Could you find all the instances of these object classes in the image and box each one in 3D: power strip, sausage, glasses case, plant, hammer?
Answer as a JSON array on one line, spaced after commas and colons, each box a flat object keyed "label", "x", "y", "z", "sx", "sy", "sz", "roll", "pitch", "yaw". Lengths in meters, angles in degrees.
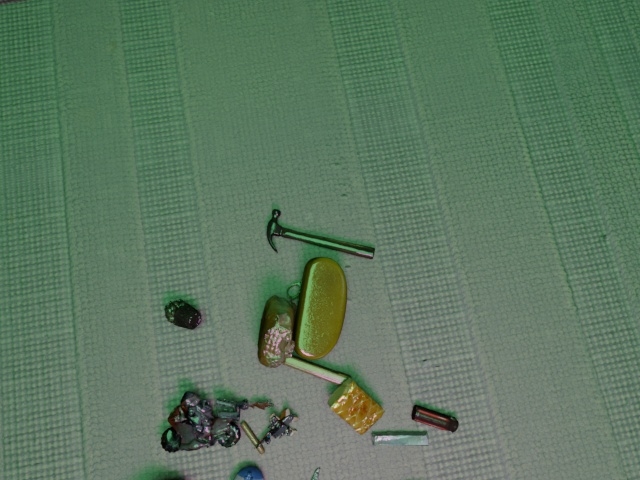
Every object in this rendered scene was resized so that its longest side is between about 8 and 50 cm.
[{"label": "power strip", "x": -0.008, "y": 0.483, "z": 1.531, "sx": 0.305, "sy": 0.064, "sz": 0.044, "roll": 20, "pitch": 83, "yaw": 3}, {"label": "sausage", "x": -0.247, "y": 0.723, "z": 1.504, "sx": 0.024, "sy": 0.024, "sz": 0.132, "roll": -38, "pitch": 81, "yaw": -7}, {"label": "glasses case", "x": 0.001, "y": 0.250, "z": 1.531, "sx": 0.173, "sy": 0.141, "sz": 0.371, "roll": 11, "pitch": 81, "yaw": -9}, {"label": "plant", "x": -0.516, "y": 0.277, "z": 1.544, "sx": 0.143, "sy": 0.092, "sz": 0.094, "roll": 16, "pitch": 41, "yaw": 22}, {"label": "hammer", "x": 0.000, "y": 0.000, "z": 1.635, "sx": 0.440, "sy": 0.044, "sz": 0.168, "roll": 12, "pitch": 78, "yaw": 2}]

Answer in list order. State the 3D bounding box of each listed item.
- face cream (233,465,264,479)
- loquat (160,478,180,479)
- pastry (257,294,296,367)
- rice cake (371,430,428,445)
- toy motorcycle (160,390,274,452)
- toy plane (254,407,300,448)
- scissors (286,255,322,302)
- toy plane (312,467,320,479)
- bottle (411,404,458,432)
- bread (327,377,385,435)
[{"label": "face cream", "x": -0.266, "y": 0.930, "z": 1.433, "sx": 0.149, "sy": 0.083, "sz": 0.264, "roll": 10, "pitch": 79, "yaw": 0}, {"label": "loquat", "x": -0.532, "y": 0.917, "z": 1.386, "sx": 0.213, "sy": 0.213, "sz": 0.213, "roll": 0, "pitch": 79, "yaw": -1}, {"label": "pastry", "x": -0.156, "y": 0.328, "z": 1.479, "sx": 0.121, "sy": 0.236, "sz": 0.257, "roll": 11, "pitch": 90, "yaw": -11}, {"label": "rice cake", "x": 0.292, "y": 0.725, "z": 1.505, "sx": 0.211, "sy": 0.034, "sz": 0.043, "roll": 0, "pitch": 88, "yaw": -1}, {"label": "toy motorcycle", "x": -0.370, "y": 0.632, "z": 1.464, "sx": 0.401, "sy": 0.134, "sz": 0.207, "roll": -5, "pitch": 86, "yaw": 2}, {"label": "toy plane", "x": -0.162, "y": 0.690, "z": 1.482, "sx": 0.188, "sy": 0.062, "sz": 0.135, "roll": -45, "pitch": 115, "yaw": -15}, {"label": "scissors", "x": -0.049, "y": 0.150, "z": 1.614, "sx": 0.101, "sy": 0.027, "sz": 0.204, "roll": 29, "pitch": 82, "yaw": 2}, {"label": "toy plane", "x": -0.018, "y": 0.934, "z": 1.445, "sx": 0.226, "sy": 0.058, "sz": 0.226, "roll": -14, "pitch": 67, "yaw": 3}, {"label": "bottle", "x": 0.422, "y": 0.654, "z": 1.509, "sx": 0.164, "sy": 0.060, "sz": 0.060, "roll": 18, "pitch": 80, "yaw": 2}, {"label": "bread", "x": 0.126, "y": 0.597, "z": 1.477, "sx": 0.125, "sy": 0.068, "sz": 0.188, "roll": -46, "pitch": 109, "yaw": -8}]
